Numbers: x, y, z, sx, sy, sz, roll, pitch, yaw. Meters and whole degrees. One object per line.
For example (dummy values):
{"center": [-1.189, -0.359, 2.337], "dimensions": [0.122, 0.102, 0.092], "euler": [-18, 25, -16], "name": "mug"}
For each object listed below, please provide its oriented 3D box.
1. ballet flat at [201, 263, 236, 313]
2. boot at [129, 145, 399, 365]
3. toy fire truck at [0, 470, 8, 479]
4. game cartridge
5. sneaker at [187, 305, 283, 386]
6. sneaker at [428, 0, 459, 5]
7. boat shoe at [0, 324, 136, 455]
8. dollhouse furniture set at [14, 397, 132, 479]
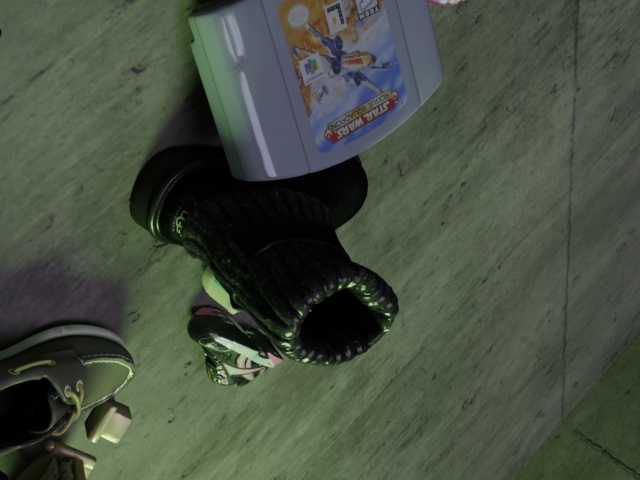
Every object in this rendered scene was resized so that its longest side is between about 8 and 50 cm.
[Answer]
{"center": [-0.041, 0.045, 1.311], "dimensions": [0.248, 0.086, 0.086], "euler": [-10, 128, -52], "name": "ballet flat"}
{"center": [-0.002, 0.004, 1.141], "dimensions": [0.348, 0.260, 0.131], "euler": [-15, 131, -49], "name": "boot"}
{"center": [-0.394, 0.254, 0.867], "dimensions": [0.217, 0.158, 0.246], "euler": [-20, 143, 13], "name": "toy fire truck"}
{"center": [0.011, -0.185, 1.104], "dimensions": [0.297, 0.062, 0.198], "euler": [-34, 114, -35], "name": "game cartridge"}
{"center": [-0.113, 0.143, 1.322], "dimensions": [0.077, 0.072, 0.178], "euler": [-45, 145, 4], "name": "sneaker"}
{"center": [0.195, -0.361, 1.222], "dimensions": [0.252, 0.103, 0.111], "euler": [-36, 147, -32], "name": "sneaker"}
{"center": [-0.289, 0.155, 1.048], "dimensions": [0.305, 0.091, 0.109], "euler": [-6, 125, -53], "name": "boat shoe"}
{"center": [-0.326, 0.327, 1.043], "dimensions": [0.174, 0.303, 0.355], "euler": [29, 95, -23], "name": "dollhouse furniture set"}
